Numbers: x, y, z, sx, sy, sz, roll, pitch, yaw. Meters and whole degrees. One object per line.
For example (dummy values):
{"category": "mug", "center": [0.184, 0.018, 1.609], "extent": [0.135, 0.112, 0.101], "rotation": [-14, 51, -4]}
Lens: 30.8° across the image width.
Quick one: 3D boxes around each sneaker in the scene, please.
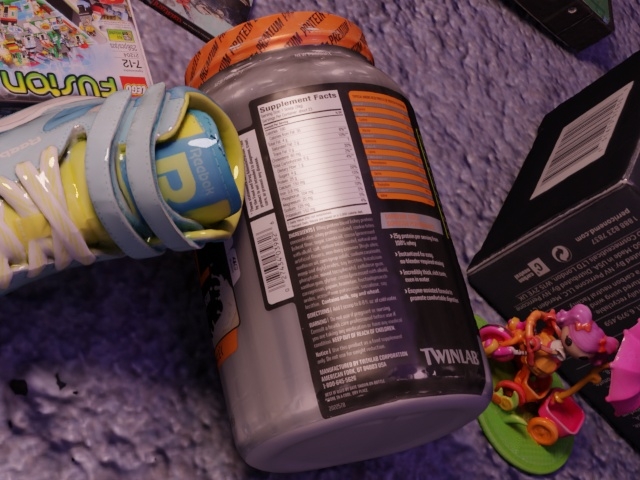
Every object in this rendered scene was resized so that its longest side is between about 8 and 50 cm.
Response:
{"category": "sneaker", "center": [-0.174, -0.020, 0.721], "extent": [0.319, 0.208, 0.127], "rotation": [-40, 120, -45]}

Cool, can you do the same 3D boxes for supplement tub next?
{"category": "supplement tub", "center": [0.000, 0.000, 0.880], "extent": [0.193, 0.193, 0.316], "rotation": [4, 63, -39]}

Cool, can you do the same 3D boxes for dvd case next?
{"category": "dvd case", "center": [-0.116, -0.227, 1.044], "extent": [0.119, 0.013, 0.087], "rotation": [30, 49, -22]}

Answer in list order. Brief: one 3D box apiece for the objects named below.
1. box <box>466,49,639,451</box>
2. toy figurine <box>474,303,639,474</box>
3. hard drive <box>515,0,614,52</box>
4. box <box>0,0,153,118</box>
{"category": "box", "center": [0.387, 0.038, 1.172], "extent": [0.395, 0.212, 0.293], "rotation": [44, 45, -10]}
{"category": "toy figurine", "center": [0.219, 0.106, 1.027], "extent": [0.173, 0.159, 0.130], "rotation": [50, 44, -4]}
{"category": "hard drive", "center": [0.214, -0.399, 1.362], "extent": [0.339, 0.064, 0.237], "rotation": [30, 48, -32]}
{"category": "box", "center": [-0.230, -0.145, 0.883], "extent": [0.207, 0.036, 0.114], "rotation": [-3, 68, -41]}
